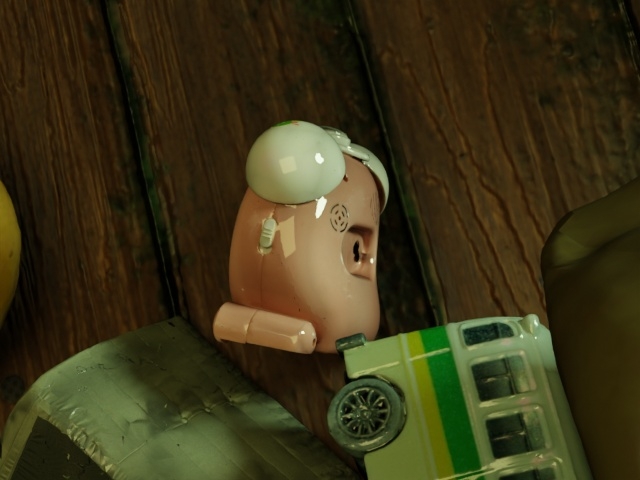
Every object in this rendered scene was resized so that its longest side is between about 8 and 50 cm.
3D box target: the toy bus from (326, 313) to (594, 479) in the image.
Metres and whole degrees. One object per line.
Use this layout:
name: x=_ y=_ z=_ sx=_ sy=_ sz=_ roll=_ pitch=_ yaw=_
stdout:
toy bus: x=0.109 y=0.189 z=0.902 sx=0.165 sy=0.133 sz=0.276 roll=-17 pitch=57 yaw=8

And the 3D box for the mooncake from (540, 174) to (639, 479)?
mooncake: x=0.305 y=0.143 z=0.707 sx=0.262 sy=0.467 sz=0.467 roll=-24 pitch=72 yaw=15

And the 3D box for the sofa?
sofa: x=-0.130 y=0.205 z=1.037 sx=0.210 sy=0.176 sz=0.225 roll=38 pitch=120 yaw=22

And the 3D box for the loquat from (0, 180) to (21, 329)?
loquat: x=-0.344 y=0.007 z=1.092 sx=0.238 sy=0.193 sz=0.238 roll=6 pitch=102 yaw=28

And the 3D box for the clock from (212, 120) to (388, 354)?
clock: x=0.000 y=0.000 z=0.996 sx=0.093 sy=0.166 sz=0.162 roll=8 pitch=88 yaw=21
